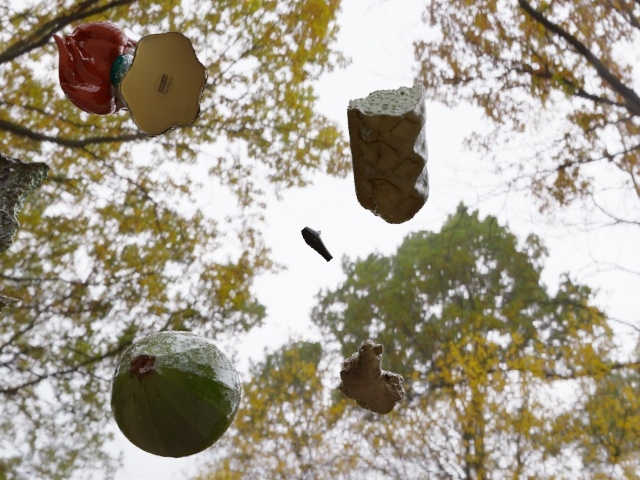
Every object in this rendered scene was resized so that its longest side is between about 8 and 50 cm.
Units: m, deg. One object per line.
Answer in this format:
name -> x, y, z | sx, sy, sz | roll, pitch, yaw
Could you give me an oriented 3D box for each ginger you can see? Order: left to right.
ginger -> 0.102, 0.302, 1.706 | 0.138, 0.074, 0.213 | -22, -47, 10

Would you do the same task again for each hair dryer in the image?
hair dryer -> 0.000, 0.000, 1.459 | 0.031, 0.083, 0.079 | -40, -87, 20

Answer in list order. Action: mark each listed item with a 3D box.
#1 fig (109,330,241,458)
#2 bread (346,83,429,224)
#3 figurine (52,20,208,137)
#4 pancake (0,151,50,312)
fig -> -0.341, 0.338, 1.774 | 0.317, 0.316, 0.316 | 5, -50, 6
bread -> 0.050, -0.061, 0.564 | 0.060, 0.066, 0.110 | -25, -45, -16
figurine -> -0.333, -0.283, 1.315 | 0.257, 0.208, 0.180 | 18, -51, 47
pancake -> -0.595, -0.039, 1.192 | 0.305, 0.426, 0.066 | 8, -42, -12
